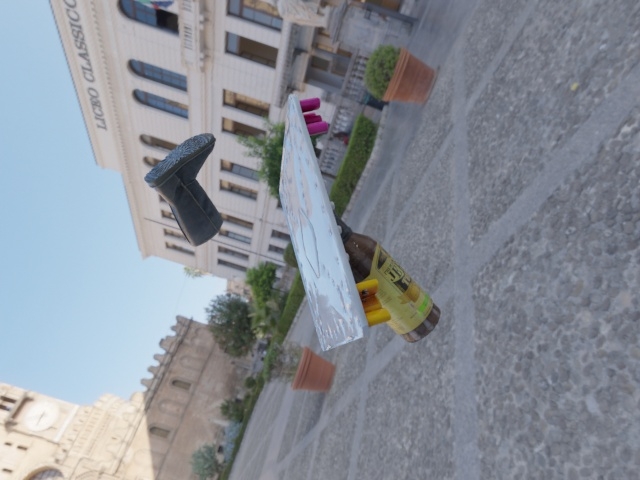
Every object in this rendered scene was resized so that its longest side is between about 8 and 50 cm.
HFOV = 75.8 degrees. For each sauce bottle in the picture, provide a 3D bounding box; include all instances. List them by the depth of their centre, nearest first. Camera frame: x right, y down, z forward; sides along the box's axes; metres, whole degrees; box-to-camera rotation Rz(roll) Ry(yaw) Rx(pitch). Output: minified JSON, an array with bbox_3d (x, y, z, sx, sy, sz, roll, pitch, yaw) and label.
[{"bbox_3d":[0.108,0.068,0.876,0.111,0.344,0.111,-43,10,9],"label":"sauce bottle"}]

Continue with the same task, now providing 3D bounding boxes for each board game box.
[{"bbox_3d":[0.000,0.000,0.774,0.390,0.051,0.389,113,142,-71],"label":"board game box"}]

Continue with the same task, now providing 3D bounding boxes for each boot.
[{"bbox_3d":[-0.268,-0.109,0.922,0.190,0.076,0.208,-43,-45,-15],"label":"boot"}]
